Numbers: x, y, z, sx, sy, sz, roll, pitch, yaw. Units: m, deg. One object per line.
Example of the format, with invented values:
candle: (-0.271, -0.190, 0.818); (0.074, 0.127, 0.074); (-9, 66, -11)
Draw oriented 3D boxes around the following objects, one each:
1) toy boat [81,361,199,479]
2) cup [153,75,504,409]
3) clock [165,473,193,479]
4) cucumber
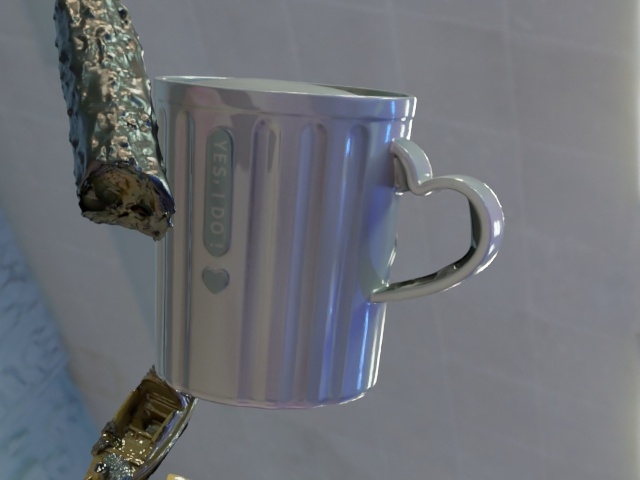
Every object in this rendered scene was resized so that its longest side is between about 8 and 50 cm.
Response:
toy boat: (-0.128, 0.131, 0.960); (0.047, 0.149, 0.049); (21, -34, 20)
cup: (-0.014, 0.000, 0.837); (0.221, 0.167, 0.202); (16, -75, 52)
clock: (-0.126, 0.389, 1.242); (0.244, 0.200, 0.317); (17, -59, -4)
cucumber: (-0.114, -0.078, 0.700); (0.053, 0.181, 0.053); (-11, -33, -7)
